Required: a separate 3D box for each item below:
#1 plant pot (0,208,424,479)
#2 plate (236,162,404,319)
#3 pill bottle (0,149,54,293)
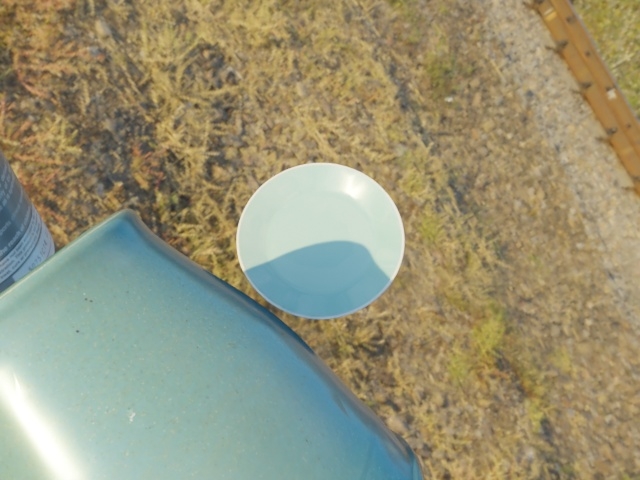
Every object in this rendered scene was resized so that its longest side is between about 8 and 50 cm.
[{"bbox_3d":[-0.118,0.131,0.436,0.255,0.271,0.272,52,30,-10],"label":"plant pot"},{"bbox_3d":[0.000,0.000,0.765,0.024,0.188,0.188,89,-17,-69],"label":"plate"},{"bbox_3d":[-0.358,-0.062,0.573,0.161,0.161,0.283,-87,169,-46],"label":"pill bottle"}]
